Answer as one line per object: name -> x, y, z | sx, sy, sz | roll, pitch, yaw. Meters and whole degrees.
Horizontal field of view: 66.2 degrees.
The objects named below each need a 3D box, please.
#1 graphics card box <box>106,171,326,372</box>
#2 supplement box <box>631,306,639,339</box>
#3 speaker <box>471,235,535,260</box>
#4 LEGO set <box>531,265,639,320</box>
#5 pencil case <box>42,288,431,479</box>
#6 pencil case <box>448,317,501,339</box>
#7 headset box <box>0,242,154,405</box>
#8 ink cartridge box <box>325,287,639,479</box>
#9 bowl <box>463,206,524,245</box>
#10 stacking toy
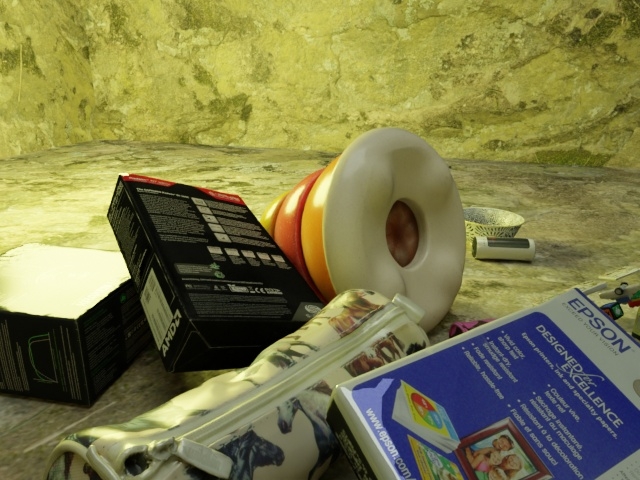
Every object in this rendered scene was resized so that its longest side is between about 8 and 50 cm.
graphics card box -> -0.166, 0.035, 0.754 | 0.233, 0.094, 0.371 | 9, 27, -41
supplement box -> 0.579, 0.128, 0.817 | 0.083, 0.083, 0.056 | -7, 21, -22
speaker -> 0.431, 0.019, 1.165 | 0.136, 0.055, 0.055 | 3, 19, 4
LEGO set -> 0.473, 0.098, 0.803 | 0.183, 0.060, 0.244 | -24, -6, 7
pencil case -> -0.041, 0.176, 0.496 | 0.410, 0.183, 0.160 | -21, 65, -47
pencil case -> 0.297, 0.159, 0.713 | 0.209, 0.095, 0.098 | -3, 43, -5
headset box -> -0.412, 0.107, 0.747 | 0.283, 0.131, 0.246 | 5, 19, 10
ink cartridge box -> 0.207, 0.203, 0.396 | 0.307, 0.072, 0.303 | -13, 48, -26
bowl -> 0.424, -0.025, 1.250 | 0.170, 0.080, 0.170 | 1, 20, 0
stacking toy -> 0.000, 0.000, 0.947 | 0.351, 0.350, 0.480 | -18, 9, -42
